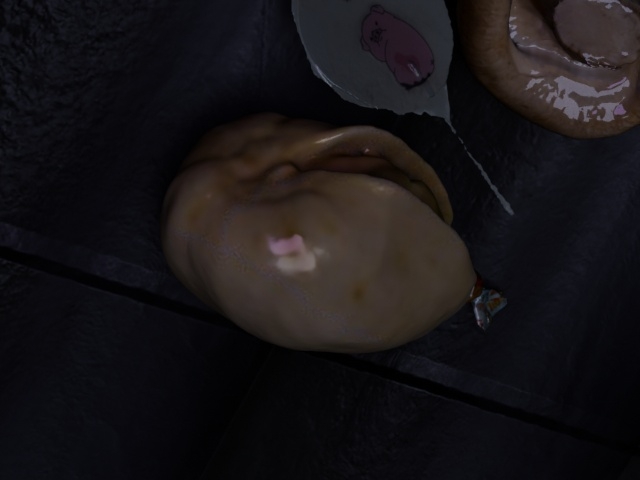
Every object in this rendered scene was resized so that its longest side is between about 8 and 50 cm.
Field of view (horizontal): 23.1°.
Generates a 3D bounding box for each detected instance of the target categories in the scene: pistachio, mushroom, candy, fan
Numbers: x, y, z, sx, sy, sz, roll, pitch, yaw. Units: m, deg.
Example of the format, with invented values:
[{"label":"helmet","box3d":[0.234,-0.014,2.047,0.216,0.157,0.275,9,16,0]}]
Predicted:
[{"label":"pistachio","box3d":[0.000,0.000,1.479,0.321,0.229,0.238,16,137,-32]},{"label":"mushroom","box3d":[0.262,-0.223,1.499,0.278,0.146,0.278,1,127,1]},{"label":"candy","box3d":[0.135,0.035,1.646,0.182,0.046,0.053,39,95,-29]},{"label":"fan","box3d":[0.096,-0.147,1.473,0.182,0.010,0.310,-45,103,-31]}]
